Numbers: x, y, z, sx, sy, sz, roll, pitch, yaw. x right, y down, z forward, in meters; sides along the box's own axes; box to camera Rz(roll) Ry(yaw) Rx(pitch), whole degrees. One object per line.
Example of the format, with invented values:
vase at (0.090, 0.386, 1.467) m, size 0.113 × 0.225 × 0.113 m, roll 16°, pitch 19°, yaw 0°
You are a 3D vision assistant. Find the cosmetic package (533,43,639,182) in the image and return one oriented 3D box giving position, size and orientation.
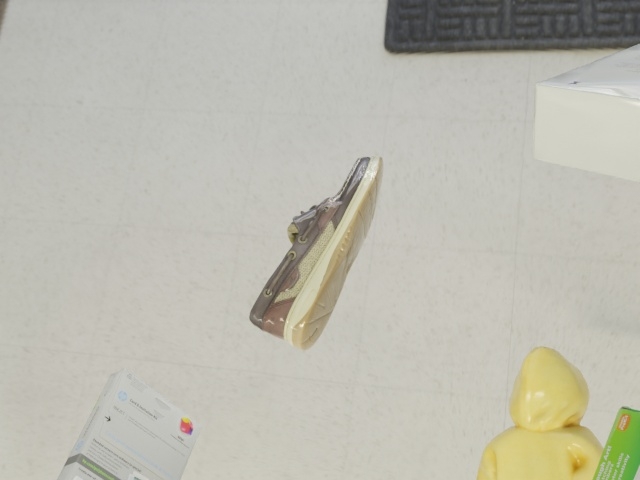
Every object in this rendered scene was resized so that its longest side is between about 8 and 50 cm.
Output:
cosmetic package at (0.456, -0.127, 0.827) m, size 0.284 × 0.097 × 0.377 m, roll -22°, pitch 29°, yaw -35°

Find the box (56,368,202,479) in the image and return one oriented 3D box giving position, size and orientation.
box at (-0.242, 0.280, 1.034) m, size 0.038 × 0.145 × 0.186 m, roll -25°, pitch 33°, yaw 38°

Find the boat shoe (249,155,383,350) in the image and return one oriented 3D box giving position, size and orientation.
boat shoe at (0.000, 0.000, 1.019) m, size 0.092 × 0.103 × 0.285 m, roll 18°, pitch 63°, yaw 14°

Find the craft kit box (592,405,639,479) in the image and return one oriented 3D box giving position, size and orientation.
craft kit box at (0.216, 0.232, 0.470) m, size 0.061 × 0.246 × 0.250 m, roll 26°, pitch 81°, yaw -10°

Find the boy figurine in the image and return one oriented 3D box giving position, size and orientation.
boy figurine at (0.235, 0.257, 0.849) m, size 0.177 × 0.092 × 0.285 m, roll -18°, pitch 65°, yaw 42°
